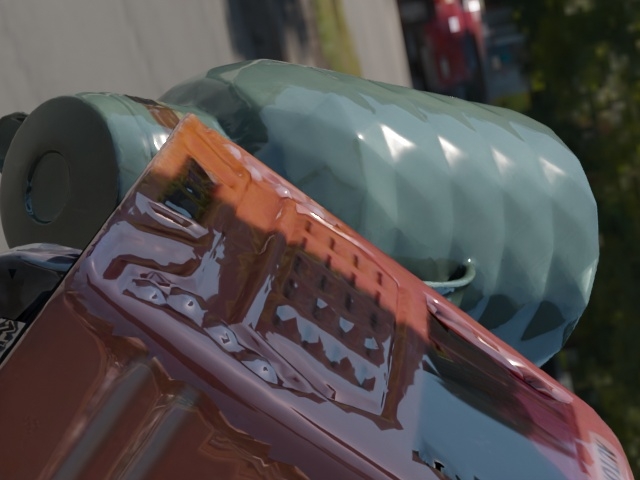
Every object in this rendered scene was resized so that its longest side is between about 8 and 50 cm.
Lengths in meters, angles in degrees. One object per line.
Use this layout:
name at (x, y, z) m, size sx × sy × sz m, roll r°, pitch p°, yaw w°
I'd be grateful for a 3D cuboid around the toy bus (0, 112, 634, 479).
toy bus at (-0.096, 0.188, 0.565) m, size 0.427 × 0.233 × 0.203 m, roll -56°, pitch -176°, yaw 16°

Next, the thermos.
thermos at (0.000, 0.000, 0.811) m, size 0.286 × 0.182 × 0.145 m, roll 6°, pitch 108°, yaw -48°
